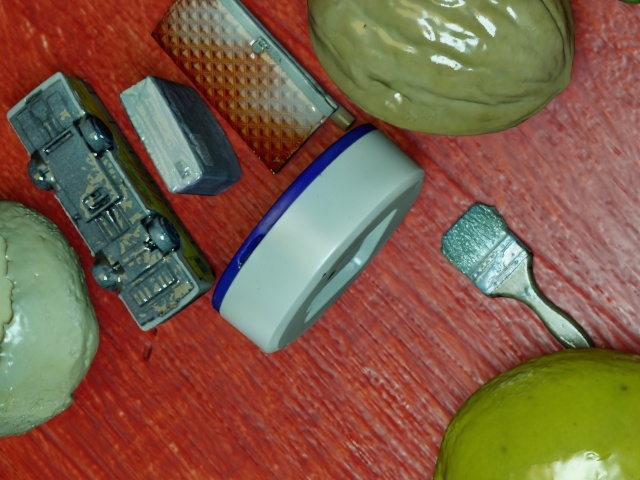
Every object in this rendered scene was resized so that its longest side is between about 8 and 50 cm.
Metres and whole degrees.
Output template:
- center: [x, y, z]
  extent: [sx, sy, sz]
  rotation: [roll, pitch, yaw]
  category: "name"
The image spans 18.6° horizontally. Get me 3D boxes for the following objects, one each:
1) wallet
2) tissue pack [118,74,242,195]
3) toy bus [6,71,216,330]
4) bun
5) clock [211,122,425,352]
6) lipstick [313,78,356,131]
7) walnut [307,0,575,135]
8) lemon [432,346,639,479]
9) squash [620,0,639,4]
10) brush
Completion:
- center: [-0.079, -0.169, 1.946]
  extent: [0.196, 0.020, 0.103]
  rotation: [48, 122, 7]
  category: "wallet"
- center: [-0.134, -0.099, 1.905]
  extent: [0.051, 0.156, 0.112]
  rotation: [-31, 84, 11]
  category: "tissue pack"
- center: [-0.207, -0.039, 1.955]
  extent: [0.092, 0.106, 0.268]
  rotation: [-37, 81, 14]
  category: "toy bus"
- center: [-0.318, 0.076, 1.957]
  extent: [0.259, 0.152, 0.259]
  rotation: [-10, 76, 46]
  category: "bun"
- center: [0.000, 0.000, 1.833]
  extent: [0.083, 0.230, 0.230]
  rotation: [42, 102, 10]
  category: "clock"
- center: [-0.003, -0.145, 1.938]
  extent: [0.094, 0.019, 0.019]
  rotation: [44, 102, 10]
  category: "lipstick"
- center: [0.112, -0.202, 1.799]
  extent: [0.261, 0.225, 0.225]
  rotation: [29, 100, 10]
  category: "walnut"
- center: [0.237, 0.212, 1.779]
  extent: [0.263, 0.236, 0.235]
  rotation: [10, 95, 21]
  category: "lemon"
- center: [0.225, -0.288, 1.844]
  extent: [0.258, 0.069, 0.069]
  rotation: [26, 99, 13]
  category: "squash"
- center: [0.201, 0.050, 1.891]
  extent: [0.196, 0.021, 0.070]
  rotation: [45, 102, 7]
  category: "brush"
